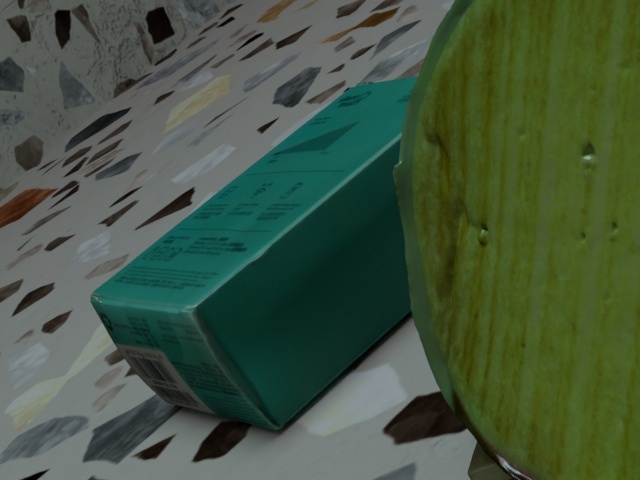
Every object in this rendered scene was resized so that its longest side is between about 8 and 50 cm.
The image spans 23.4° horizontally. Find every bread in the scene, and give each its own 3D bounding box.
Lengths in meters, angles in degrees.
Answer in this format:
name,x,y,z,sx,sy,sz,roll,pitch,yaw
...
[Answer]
name,x,y,z,sx,sy,sz,roll,pitch,yaw
bread,0.143,-0.014,0.759,0.045,0.301,0.301,-4,-3,-37

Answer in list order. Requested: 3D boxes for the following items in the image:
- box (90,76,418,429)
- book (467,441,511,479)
name,x,y,z,sx,sy,sz,roll,pitch,yaw
box,0.000,0.000,1.189,0.311,0.118,0.205,-41,21,-23
book,0.165,0.063,0.895,0.138,0.016,0.198,-23,19,28
